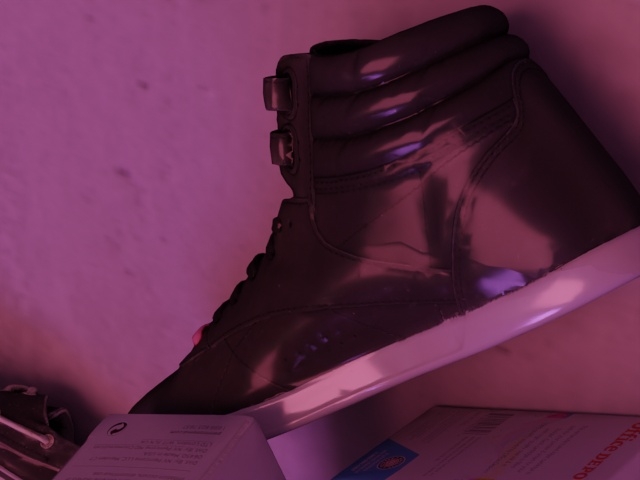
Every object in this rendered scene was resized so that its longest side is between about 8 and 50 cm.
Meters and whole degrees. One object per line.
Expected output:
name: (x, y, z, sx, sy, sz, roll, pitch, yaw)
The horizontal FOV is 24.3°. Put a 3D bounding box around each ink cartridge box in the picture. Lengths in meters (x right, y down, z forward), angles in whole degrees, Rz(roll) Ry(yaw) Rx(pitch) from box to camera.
ink cartridge box: (0.092, 0.130, 0.631, 0.143, 0.092, 0.090, -2, 105, 38)

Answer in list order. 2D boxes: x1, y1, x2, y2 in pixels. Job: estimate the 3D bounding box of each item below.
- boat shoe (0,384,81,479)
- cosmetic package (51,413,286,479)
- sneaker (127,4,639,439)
boat shoe: (-0.170, 0.122, 0.842, 0.219, 0.070, 0.078, 30, 160, 20)
cosmetic package: (-0.057, 0.305, 0.615, 0.097, 0.284, 0.377, -3, 122, 38)
sneaker: (0.000, 0.000, 0.657, 0.295, 0.104, 0.147, -29, 84, 35)
